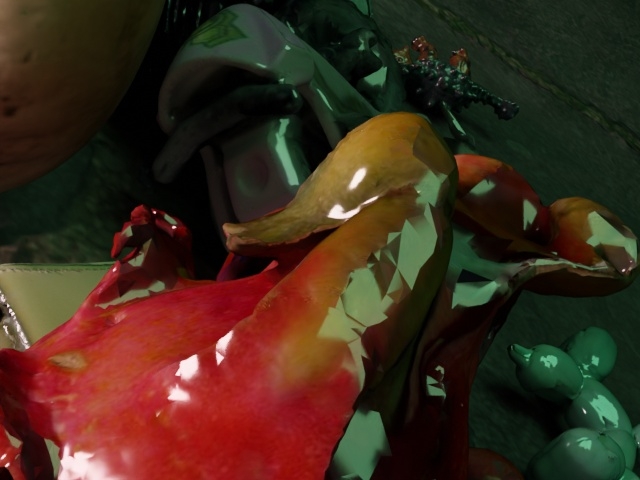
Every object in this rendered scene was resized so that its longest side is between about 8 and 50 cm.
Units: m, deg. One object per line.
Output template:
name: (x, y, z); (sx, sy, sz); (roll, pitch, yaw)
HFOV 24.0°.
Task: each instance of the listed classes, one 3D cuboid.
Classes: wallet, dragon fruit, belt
wallet: (-0.092, 0.078, 0.719); (0.110, 0.039, 0.155); (-1, 50, -48)
dragon fruit: (-0.038, 0.092, 0.537); (0.227, 0.243, 0.307); (47, 49, -25)
belt: (-0.048, -0.136, 0.950); (0.198, 0.078, 0.151); (-24, 108, -46)

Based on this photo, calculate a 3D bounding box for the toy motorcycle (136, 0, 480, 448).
toy motorcycle: (0.000, 0.000, 0.831); (0.188, 0.143, 0.327); (12, 61, -50)

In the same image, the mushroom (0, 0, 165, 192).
mushroom: (-0.216, -0.158, 0.670); (0.290, 0.292, 0.292); (-4, 51, -29)

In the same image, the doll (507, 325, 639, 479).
doll: (0.180, 0.130, 0.976); (0.159, 0.059, 0.159); (2, 50, -54)

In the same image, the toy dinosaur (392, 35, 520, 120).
toy dinosaur: (0.104, -0.130, 1.241); (0.154, 0.049, 0.055); (16, 36, -32)
